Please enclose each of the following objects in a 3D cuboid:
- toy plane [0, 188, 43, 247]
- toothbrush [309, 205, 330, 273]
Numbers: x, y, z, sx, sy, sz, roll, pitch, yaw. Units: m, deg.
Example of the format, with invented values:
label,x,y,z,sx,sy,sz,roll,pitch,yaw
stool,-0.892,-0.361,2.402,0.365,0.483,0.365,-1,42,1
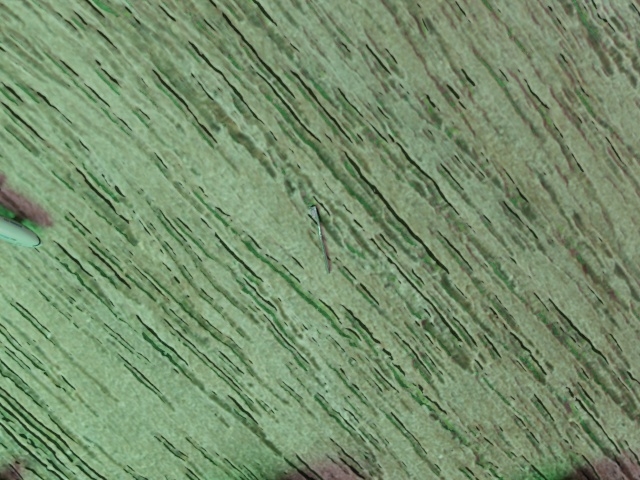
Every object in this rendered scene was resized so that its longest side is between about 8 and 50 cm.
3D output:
label,x,y,z,sx,sy,sz,roll,pitch,yaw
toy plane,-0.428,-0.041,1.267,0.226,0.058,0.226,28,80,-37
toothbrush,0.000,0.000,1.389,0.008,0.006,0.097,-10,114,7
